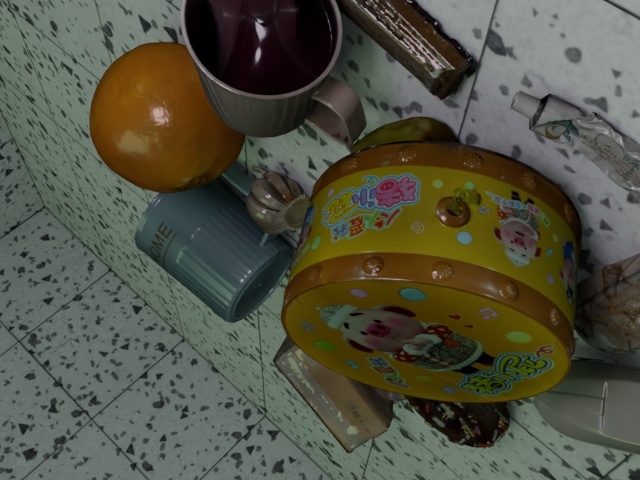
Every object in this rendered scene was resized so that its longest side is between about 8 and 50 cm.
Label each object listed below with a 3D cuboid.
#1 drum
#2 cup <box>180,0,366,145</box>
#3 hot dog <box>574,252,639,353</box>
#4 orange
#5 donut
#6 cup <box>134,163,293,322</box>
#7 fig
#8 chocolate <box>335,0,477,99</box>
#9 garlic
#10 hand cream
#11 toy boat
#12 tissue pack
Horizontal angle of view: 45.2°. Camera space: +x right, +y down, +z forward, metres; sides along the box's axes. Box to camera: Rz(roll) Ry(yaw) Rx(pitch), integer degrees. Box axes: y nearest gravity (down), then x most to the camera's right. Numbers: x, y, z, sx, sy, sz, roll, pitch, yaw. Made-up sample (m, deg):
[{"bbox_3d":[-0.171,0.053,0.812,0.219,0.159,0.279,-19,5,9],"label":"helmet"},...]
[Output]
[{"bbox_3d":[0.161,0.066,1.122,0.430,0.214,0.431,11,150,6],"label":"drum"},{"bbox_3d":[-0.056,-0.275,1.165,0.288,0.209,0.273,10,173,-3],"label":"cup"},{"bbox_3d":[0.445,0.085,1.053,0.144,0.075,0.268,43,152,1],"label":"hot dog"},{"bbox_3d":[-0.303,-0.243,1.539,0.312,0.312,0.312,38,153,23],"label":"orange"},{"bbox_3d":[0.280,0.341,1.648,0.269,0.103,0.270,36,154,21],"label":"donut"},{"bbox_3d":[-0.232,-0.009,1.886,0.311,0.331,0.257,40,-172,14],"label":"cup"},{"bbox_3d":[0.128,-0.119,1.186,0.165,0.154,0.144,0,118,13],"label":"fig"},{"bbox_3d":[0.076,-0.323,1.082,0.329,0.065,0.102,44,154,6],"label":"chocolate"},{"bbox_3d":[-0.111,-0.103,1.660,0.194,0.127,0.131,57,166,32],"label":"garlic"},{"bbox_3d":[0.349,-0.109,0.962,0.257,0.050,0.084,36,155,11],"label":"hand cream"},{"bbox_3d":[0.473,0.258,1.207,0.269,0.141,0.141,1,128,58],"label":"toy boat"},{"bbox_3d":[0.069,0.317,1.898,0.306,0.238,0.238,52,155,-7],"label":"tissue pack"}]
